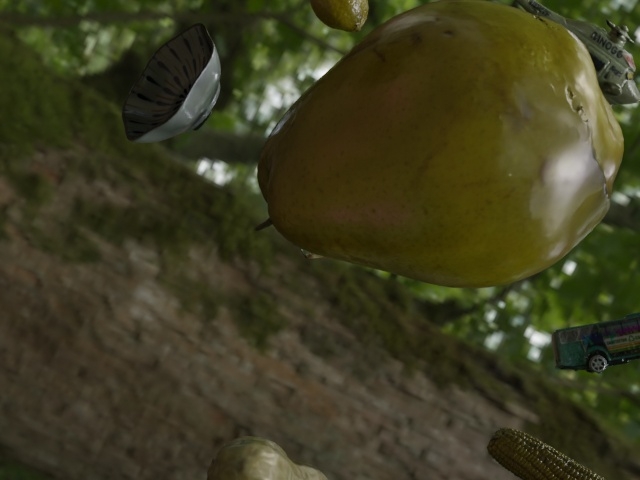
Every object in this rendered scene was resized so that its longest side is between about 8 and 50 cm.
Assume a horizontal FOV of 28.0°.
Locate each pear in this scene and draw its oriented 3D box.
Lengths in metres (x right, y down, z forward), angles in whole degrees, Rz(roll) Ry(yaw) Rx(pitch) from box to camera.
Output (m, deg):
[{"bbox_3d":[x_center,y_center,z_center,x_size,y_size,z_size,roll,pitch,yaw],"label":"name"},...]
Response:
[{"bbox_3d":[0.112,-0.077,1.212,0.336,0.285,0.285,-26,-147,35],"label":"pear"}]

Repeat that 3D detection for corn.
[{"bbox_3d":[0.381,0.383,2.116,0.080,0.231,0.080,-52,163,-23],"label":"corn"}]

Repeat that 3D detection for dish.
[{"bbox_3d":[-0.190,-0.202,1.764,0.190,0.066,0.191,-33,-142,30],"label":"dish"}]

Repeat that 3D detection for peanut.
[{"bbox_3d":[-0.066,0.353,1.789,0.130,0.290,0.130,-14,-122,25],"label":"peanut"}]

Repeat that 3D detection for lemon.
[{"bbox_3d":[0.019,-0.283,1.499,0.065,0.092,0.065,-41,-178,2],"label":"lemon"}]

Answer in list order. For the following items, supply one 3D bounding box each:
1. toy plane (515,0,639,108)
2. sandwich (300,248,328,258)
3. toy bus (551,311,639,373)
[{"bbox_3d":[0.315,-0.270,1.667,0.108,0.286,0.092,-52,-165,15],"label":"toy plane"},{"bbox_3d":[0.000,0.000,2.363,0.163,0.079,0.113,-20,166,-33],"label":"sandwich"},{"bbox_3d":[0.597,0.207,2.577,0.091,0.261,0.109,80,1,-78],"label":"toy bus"}]
